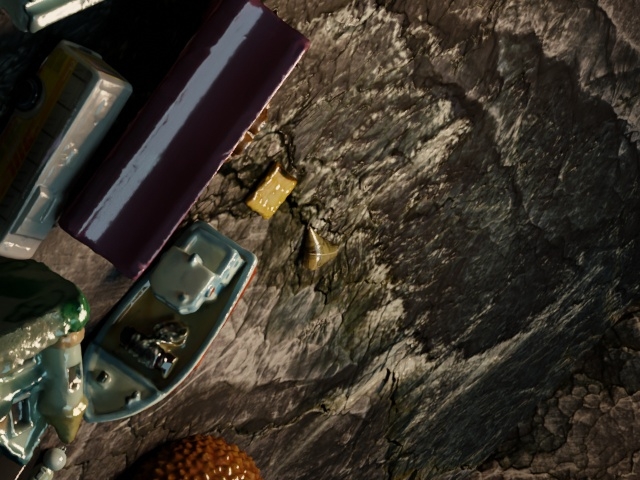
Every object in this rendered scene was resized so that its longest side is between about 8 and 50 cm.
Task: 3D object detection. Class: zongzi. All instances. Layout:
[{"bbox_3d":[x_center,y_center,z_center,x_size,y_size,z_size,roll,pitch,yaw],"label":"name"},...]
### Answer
[{"bbox_3d":[0.000,0.000,2.535,0.076,0.040,0.083,-33,130,-49],"label":"zongzi"}]

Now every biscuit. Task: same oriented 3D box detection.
[{"bbox_3d":[-0.109,-0.154,2.039,0.026,0.175,0.124,35,95,-20],"label":"biscuit"},{"bbox_3d":[-0.075,-0.075,2.328,0.081,0.018,0.083,-53,153,0],"label":"biscuit"}]

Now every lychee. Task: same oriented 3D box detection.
[{"bbox_3d":[-0.194,0.456,2.517,0.267,0.267,0.267,-39,150,-27],"label":"lychee"}]

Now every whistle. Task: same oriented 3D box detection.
[{"bbox_3d":[-0.413,0.347,2.266,0.100,0.035,0.035,-50,154,-4],"label":"whistle"}]

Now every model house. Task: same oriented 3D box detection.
[{"bbox_3d":[-0.415,0.215,1.850,0.267,0.194,0.325,-28,130,-42],"label":"model house"}]

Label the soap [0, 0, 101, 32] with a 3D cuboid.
[{"bbox_3d":[-0.250,-0.340,1.646,0.261,0.094,0.150,-31,141,-36],"label":"soap"}]

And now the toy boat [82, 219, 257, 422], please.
[{"bbox_3d":[-0.230,0.125,2.164,0.332,0.145,0.133,-54,165,-10],"label":"toy boat"}]

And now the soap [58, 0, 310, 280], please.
[{"bbox_3d":[-0.171,-0.138,1.876,0.359,0.128,0.233,-54,-171,1],"label":"soap"}]

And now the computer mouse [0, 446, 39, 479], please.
[{"bbox_3d":[-0.491,0.376,2.102,0.269,0.086,0.137,-57,179,-36],"label":"computer mouse"}]

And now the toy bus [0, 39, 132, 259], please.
[{"bbox_3d":[-0.328,-0.100,1.783,0.268,0.106,0.092,-57,151,9],"label":"toy bus"}]
